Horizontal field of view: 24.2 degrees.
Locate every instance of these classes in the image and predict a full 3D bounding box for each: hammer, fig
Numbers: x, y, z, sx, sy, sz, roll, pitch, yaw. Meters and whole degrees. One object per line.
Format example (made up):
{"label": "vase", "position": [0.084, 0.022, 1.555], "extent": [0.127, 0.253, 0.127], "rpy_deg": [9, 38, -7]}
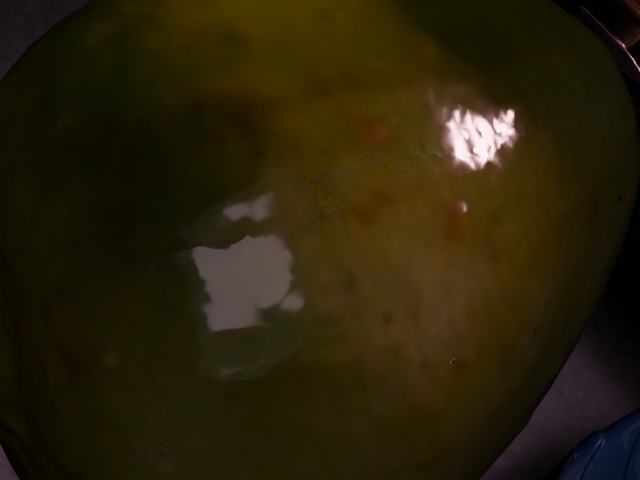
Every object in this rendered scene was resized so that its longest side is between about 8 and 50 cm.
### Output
{"label": "hammer", "position": [0.222, -0.158, 0.815], "extent": [0.199, 0.013, 0.062], "rpy_deg": [-41, 85, -13]}
{"label": "fig", "position": [0.000, 0.000, 0.642], "extent": [0.326, 0.258, 0.258], "rpy_deg": [-28, 81, -30]}

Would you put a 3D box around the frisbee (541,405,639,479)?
{"label": "frisbee", "position": [0.196, 0.177, 0.667], "extent": [0.242, 0.045, 0.242], "rpy_deg": [0, 108, 0]}

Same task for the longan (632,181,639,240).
{"label": "longan", "position": [0.234, -0.008, 0.704], "extent": [0.167, 0.167, 0.187], "rpy_deg": [-16, 90, -10]}

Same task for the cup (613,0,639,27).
{"label": "cup", "position": [0.210, -0.211, 0.701], "extent": [0.226, 0.182, 0.264], "rpy_deg": [19, 49, 24]}
